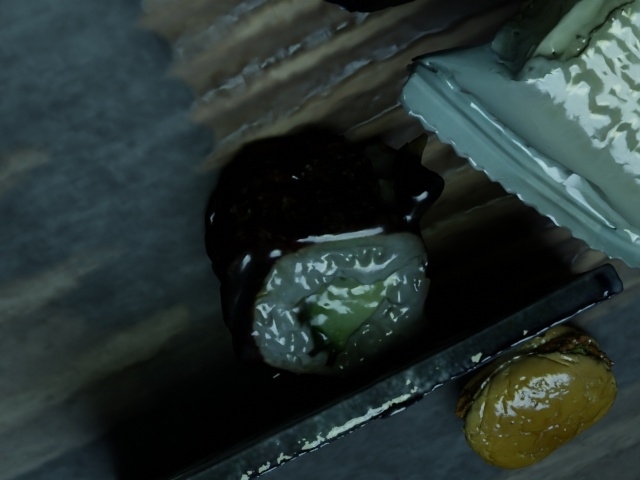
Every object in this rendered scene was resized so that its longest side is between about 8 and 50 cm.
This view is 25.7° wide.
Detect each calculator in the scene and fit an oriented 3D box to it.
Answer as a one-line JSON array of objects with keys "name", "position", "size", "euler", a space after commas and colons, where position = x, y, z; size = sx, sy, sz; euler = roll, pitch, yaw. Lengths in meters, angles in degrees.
[{"name": "calculator", "position": [0.014, 0.075, 0.631], "size": [0.261, 0.161, 0.021], "euler": [-27, 85, 2]}]

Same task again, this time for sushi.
[{"name": "sushi", "position": [-0.001, 0.001, 0.597], "size": [0.094, 0.084, 0.098], "euler": [-2, 122, -12]}]

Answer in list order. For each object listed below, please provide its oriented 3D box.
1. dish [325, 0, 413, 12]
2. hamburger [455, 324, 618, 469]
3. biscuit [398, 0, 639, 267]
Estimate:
[{"name": "dish", "position": [0.066, -0.216, 0.395], "size": [0.316, 0.106, 0.316], "euler": [-42, 165, -13]}, {"name": "hamburger", "position": [0.110, 0.080, 0.714], "size": [0.083, 0.044, 0.076], "euler": [-36, 134, 14]}, {"name": "biscuit", "position": [0.186, -0.116, 0.509], "size": [0.186, 0.079, 0.309], "euler": [40, 100, -21]}]
